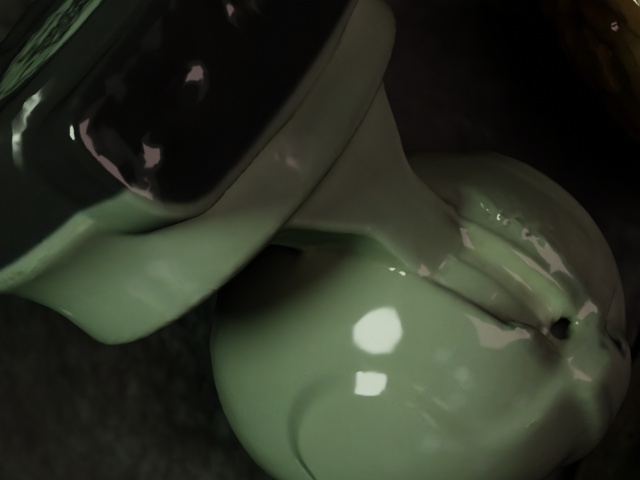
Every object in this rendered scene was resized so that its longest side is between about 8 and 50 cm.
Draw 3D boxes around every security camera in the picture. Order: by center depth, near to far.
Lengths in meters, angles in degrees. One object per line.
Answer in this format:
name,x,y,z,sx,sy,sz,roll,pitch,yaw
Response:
security camera,0.000,0.000,0.630,0.277,0.191,0.197,41,61,-19

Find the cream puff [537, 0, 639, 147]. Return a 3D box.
cream puff,0.238,-0.167,0.751,0.327,0.231,0.343,-42,104,-24

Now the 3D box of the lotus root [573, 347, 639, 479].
lotus root,0.305,0.101,0.793,0.267,0.149,0.260,42,67,-18
